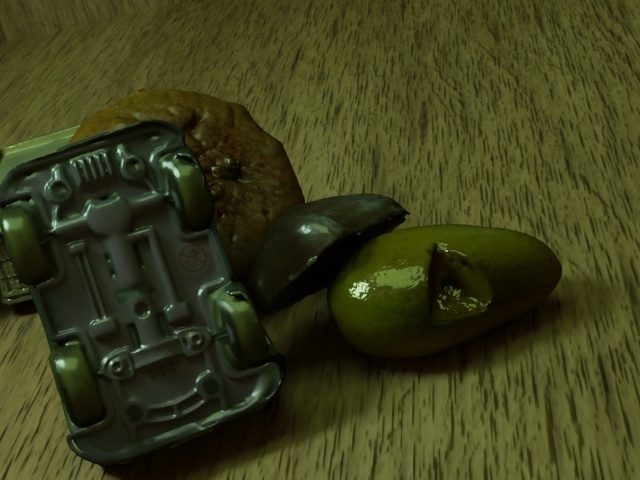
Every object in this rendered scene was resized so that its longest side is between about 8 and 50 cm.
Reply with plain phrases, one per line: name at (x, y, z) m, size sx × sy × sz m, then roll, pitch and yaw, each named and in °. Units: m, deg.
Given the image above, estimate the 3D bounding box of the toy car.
toy car at (-0.204, 0.061, 1.454) m, size 0.242 × 0.336 × 0.226 m, roll -21°, pitch -5°, yaw -11°

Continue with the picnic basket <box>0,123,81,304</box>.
picnic basket at (-0.368, -0.042, 1.932) m, size 0.228 × 0.175 × 0.313 m, roll -16°, pitch 20°, yaw 1°

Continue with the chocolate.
chocolate at (0.000, -0.001, 1.554) m, size 0.161 × 0.083 × 0.261 m, roll -44°, pitch -11°, yaw 22°

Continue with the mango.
mango at (0.137, 0.050, 1.477) m, size 0.262 × 0.130 × 0.167 m, roll -16°, pitch 23°, yaw -12°

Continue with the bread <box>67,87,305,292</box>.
bread at (-0.179, -0.044, 1.687) m, size 0.312 × 0.172 × 0.312 m, roll 8°, pitch 57°, yaw -12°
